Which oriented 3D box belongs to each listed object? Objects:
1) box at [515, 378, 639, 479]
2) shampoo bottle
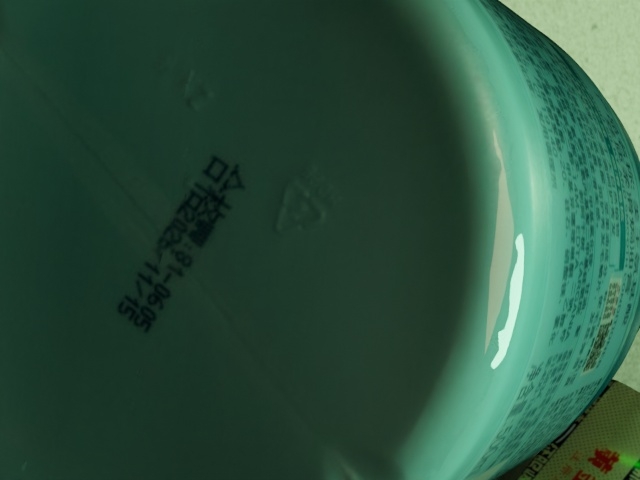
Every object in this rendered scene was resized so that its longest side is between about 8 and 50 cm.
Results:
[{"bbox_3d":[0.226,0.283,0.875,0.198,0.084,0.310,-43,137,-20],"label":"box"},{"bbox_3d":[0.000,0.000,0.602,0.342,0.331,0.331,1,91,-66],"label":"shampoo bottle"}]
